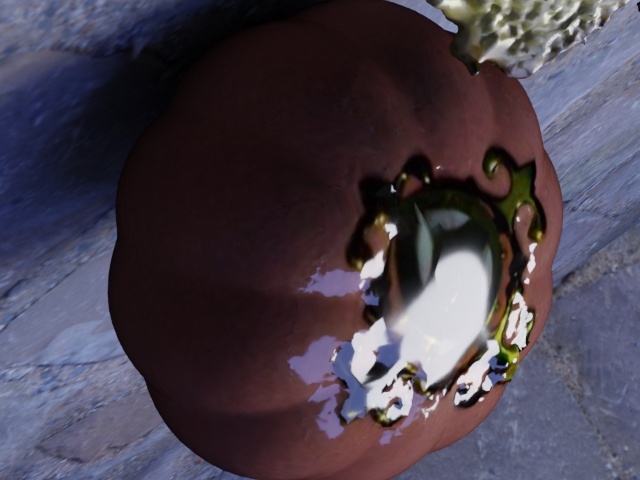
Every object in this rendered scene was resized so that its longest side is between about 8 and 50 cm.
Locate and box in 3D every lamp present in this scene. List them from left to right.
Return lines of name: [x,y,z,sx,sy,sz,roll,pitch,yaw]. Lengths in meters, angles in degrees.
lamp: [0.000,0.000,1.054,0.305,0.239,0.305,-15,113,-40]

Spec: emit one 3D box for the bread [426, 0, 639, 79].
bread: [0.137,-0.199,0.881,0.229,0.139,0.143,-36,122,14]
